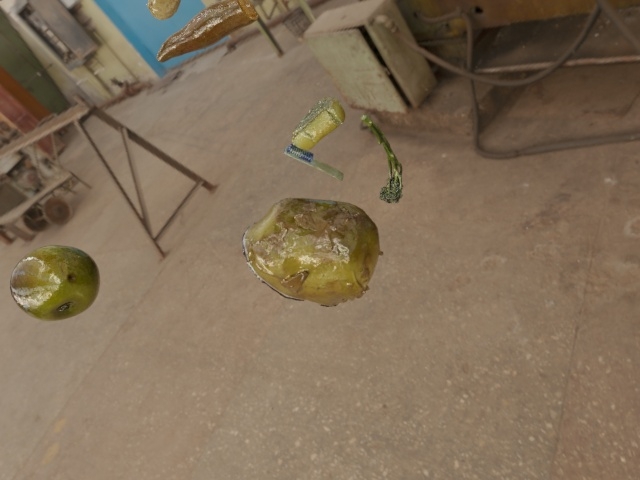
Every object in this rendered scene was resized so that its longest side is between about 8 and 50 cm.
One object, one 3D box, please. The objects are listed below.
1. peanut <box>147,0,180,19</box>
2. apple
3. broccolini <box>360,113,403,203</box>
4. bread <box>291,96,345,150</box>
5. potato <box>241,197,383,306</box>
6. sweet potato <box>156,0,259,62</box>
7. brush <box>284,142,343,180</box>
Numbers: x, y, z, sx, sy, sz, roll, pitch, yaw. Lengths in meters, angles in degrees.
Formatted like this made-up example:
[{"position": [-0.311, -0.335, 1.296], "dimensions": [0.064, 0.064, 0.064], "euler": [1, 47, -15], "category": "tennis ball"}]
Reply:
[{"position": [-0.466, -0.817, 1.612], "dimensions": [0.263, 0.101, 0.117], "euler": [-46, 5, 26], "category": "peanut"}, {"position": [-0.636, 0.106, 1.238], "dimensions": [0.196, 0.196, 0.157], "euler": [-36, 62, 7], "category": "apple"}, {"position": [0.114, -0.147, 0.910], "dimensions": [0.052, 0.194, 0.054], "euler": [-39, 37, -20], "category": "broccolini"}, {"position": [-0.010, -0.296, 1.298], "dimensions": [0.156, 0.064, 0.117], "euler": [-43, 25, 4], "category": "bread"}, {"position": [0.000, 0.000, 1.120], "dimensions": [0.196, 0.299, 0.247], "euler": [-42, 43, 35], "category": "potato"}, {"position": [-0.257, -0.467, 1.127], "dimensions": [0.243, 0.077, 0.077], "euler": [-24, 35, 1], "category": "sweet potato"}, {"position": [-0.012, -0.210, 1.356], "dimensions": [0.030, 0.178, 0.033], "euler": [-51, 24, 39], "category": "brush"}]
